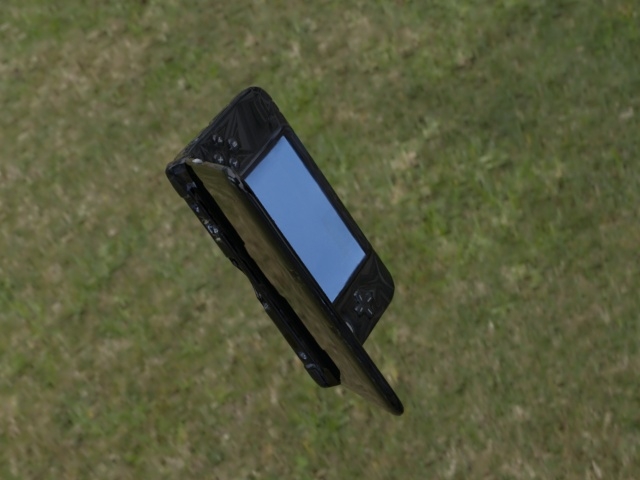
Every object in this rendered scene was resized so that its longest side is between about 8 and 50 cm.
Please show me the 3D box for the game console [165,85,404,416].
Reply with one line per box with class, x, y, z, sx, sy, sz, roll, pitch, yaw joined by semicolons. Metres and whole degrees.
game console;0.000;0.000;0.547;0.071;0.122;0.107;-17;25;41
